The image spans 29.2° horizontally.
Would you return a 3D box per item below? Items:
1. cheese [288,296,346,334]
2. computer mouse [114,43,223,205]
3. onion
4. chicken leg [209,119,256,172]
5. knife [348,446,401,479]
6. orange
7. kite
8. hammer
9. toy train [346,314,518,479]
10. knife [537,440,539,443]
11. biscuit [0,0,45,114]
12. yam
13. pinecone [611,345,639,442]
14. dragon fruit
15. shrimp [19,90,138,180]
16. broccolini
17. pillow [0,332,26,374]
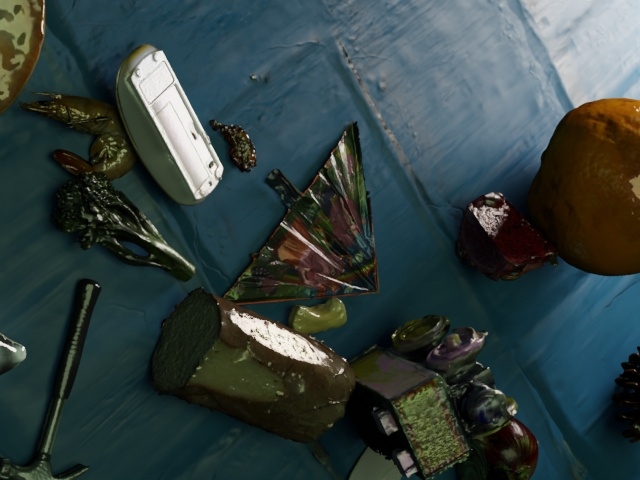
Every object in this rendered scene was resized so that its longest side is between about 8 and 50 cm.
[{"bbox_3d":[-0.004,0.097,1.597,0.083,0.030,0.044,-12,115,-29],"label":"cheese"},{"bbox_3d":[-0.184,-0.135,1.464,0.199,0.045,0.102,62,37,-24],"label":"computer mouse"},{"bbox_3d":[0.250,0.299,1.717,0.118,0.118,0.117,-18,131,-32],"label":"onion"},{"bbox_3d":[-0.106,-0.123,1.545,0.036,0.021,0.083,-37,107,-19],"label":"chicken leg"},{"bbox_3d":[0.064,0.342,1.641,0.081,0.043,0.336,38,62,-17],"label":"knife"},{"bbox_3d":[0.421,-0.075,1.750,0.261,0.261,0.261,1,88,-33],"label":"orange"},{"bbox_3d":[0.000,0.000,1.617,0.234,0.016,0.321,47,66,-25],"label":"kite"},{"bbox_3d":[-0.290,0.165,1.412,0.103,0.029,0.246,23,75,-30],"label":"hammer"},{"bbox_3d":[0.131,0.191,1.561,0.177,0.261,0.134,-27,102,-14],"label":"toy train"},{"bbox_3d":[0.279,0.388,1.783,0.028,0.015,0.210,24,75,-23],"label":"knife"},{"bbox_3d":[-0.406,-0.234,1.341,0.204,0.040,0.309,24,76,-30],"label":"biscuit"},{"bbox_3d":[-0.076,0.161,1.498,0.238,0.129,0.128,28,38,-30],"label":"yam"},{"bbox_3d":[0.517,0.244,1.859,0.163,0.163,0.165,41,69,-25],"label":"pinecone"},{"bbox_3d":[0.251,0.014,1.733,0.102,0.096,0.147,-11,51,-37],"label":"dragon fruit"},{"bbox_3d":[-0.281,-0.119,1.428,0.162,0.045,0.095,13,102,-37],"label":"shrimp"},{"bbox_3d":[-0.219,-0.012,1.441,0.202,0.068,0.091,28,66,-29],"label":"broccolini"},{"bbox_3d":[-0.392,0.105,1.332,0.136,0.055,0.091,55,43,-22],"label":"pillow"}]
